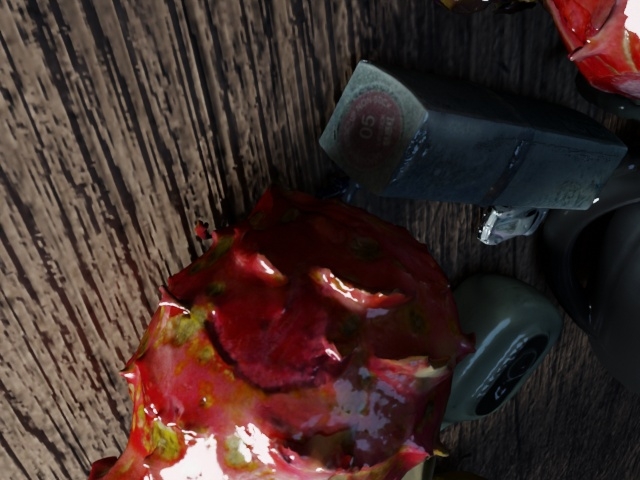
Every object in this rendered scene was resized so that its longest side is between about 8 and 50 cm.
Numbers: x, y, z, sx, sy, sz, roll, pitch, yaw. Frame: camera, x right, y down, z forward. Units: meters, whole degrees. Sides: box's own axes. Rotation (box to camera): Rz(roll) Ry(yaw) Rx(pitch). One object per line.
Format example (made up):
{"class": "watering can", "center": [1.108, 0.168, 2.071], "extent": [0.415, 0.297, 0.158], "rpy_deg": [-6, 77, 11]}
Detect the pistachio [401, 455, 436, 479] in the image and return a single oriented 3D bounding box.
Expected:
{"class": "pistachio", "center": [0.025, 0.189, 0.848], "extent": [0.138, 0.153, 0.237], "rpy_deg": [14, 88, -62]}

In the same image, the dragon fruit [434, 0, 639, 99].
{"class": "dragon fruit", "center": [0.233, -0.224, 0.563], "extent": [0.250, 0.269, 0.291], "rpy_deg": [1, 90, -37]}

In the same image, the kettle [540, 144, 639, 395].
{"class": "kettle", "center": [0.348, 0.009, 0.960], "extent": [0.268, 0.207, 0.290], "rpy_deg": [-5, 141, 3]}

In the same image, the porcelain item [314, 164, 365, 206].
{"class": "porcelain item", "center": [0.000, 0.000, 0.729], "extent": [0.075, 0.021, 0.136], "rpy_deg": [-24, 140, -22]}

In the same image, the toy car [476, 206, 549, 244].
{"class": "toy car", "center": [0.177, -0.020, 0.888], "extent": [0.093, 0.025, 0.041], "rpy_deg": [-12, 134, -38]}

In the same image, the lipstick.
{"class": "lipstick", "center": [0.129, -0.071, 0.740], "extent": [0.290, 0.077, 0.076], "rpy_deg": [0, 125, -47]}

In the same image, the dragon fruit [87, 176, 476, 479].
{"class": "dragon fruit", "center": [-0.027, 0.096, 0.635], "extent": [0.268, 0.205, 0.210], "rpy_deg": [-42, 145, -4]}

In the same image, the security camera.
{"class": "security camera", "center": [0.114, 0.163, 0.970], "extent": [0.157, 0.080, 0.301], "rpy_deg": [13, 118, -52]}

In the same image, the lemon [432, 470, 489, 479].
{"class": "lemon", "center": [0.134, 0.357, 1.087], "extent": [0.257, 0.188, 0.188], "rpy_deg": [-29, 142, -30]}

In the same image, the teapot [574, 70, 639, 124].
{"class": "teapot", "center": [0.328, -0.167, 0.804], "extent": [0.294, 0.129, 0.193], "rpy_deg": [-28, 141, -24]}
